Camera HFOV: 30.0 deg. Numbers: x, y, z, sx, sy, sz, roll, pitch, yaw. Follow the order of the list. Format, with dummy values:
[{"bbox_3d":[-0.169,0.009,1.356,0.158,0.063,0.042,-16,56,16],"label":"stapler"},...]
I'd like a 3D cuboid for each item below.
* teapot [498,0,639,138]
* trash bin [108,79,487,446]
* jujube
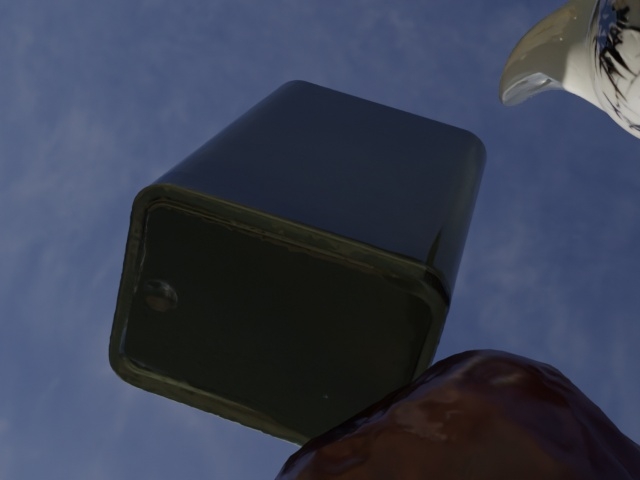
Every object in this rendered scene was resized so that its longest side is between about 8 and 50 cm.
[{"bbox_3d":[0.228,-0.162,0.610,0.166,0.208,0.300,40,-68,32],"label":"teapot"},{"bbox_3d":[0.000,0.000,0.700,0.164,0.240,0.122,18,-64,6],"label":"trash bin"},{"bbox_3d":[0.072,0.170,0.437,0.183,0.183,0.243,-33,-95,28],"label":"jujube"}]
